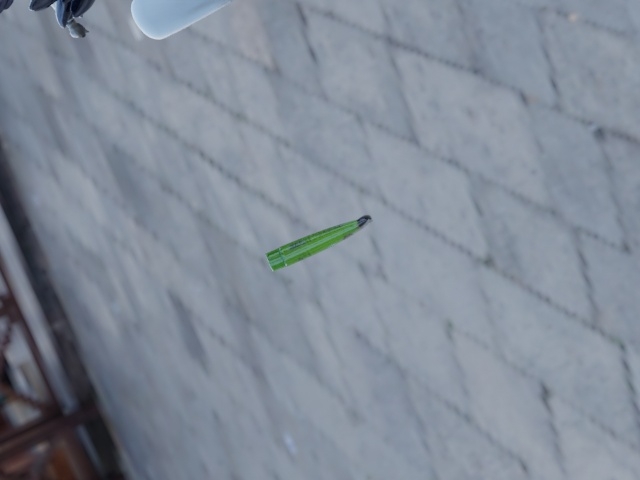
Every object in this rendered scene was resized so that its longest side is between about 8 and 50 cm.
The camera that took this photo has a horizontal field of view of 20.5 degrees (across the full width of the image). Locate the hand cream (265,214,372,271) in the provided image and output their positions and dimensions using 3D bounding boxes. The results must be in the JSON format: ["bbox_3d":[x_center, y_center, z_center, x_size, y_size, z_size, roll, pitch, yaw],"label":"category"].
[{"bbox_3d":[0.000,0.000,1.916,0.036,0.122,0.023,50,-164,-84],"label":"hand cream"}]

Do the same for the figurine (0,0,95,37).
[{"bbox_3d":[-0.307,-0.354,1.916,0.265,0.197,0.175,28,-160,-36],"label":"figurine"}]

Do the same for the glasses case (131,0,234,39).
[{"bbox_3d":[-0.181,-0.348,2.486,0.076,0.197,0.049,56,-151,-16],"label":"glasses case"}]
